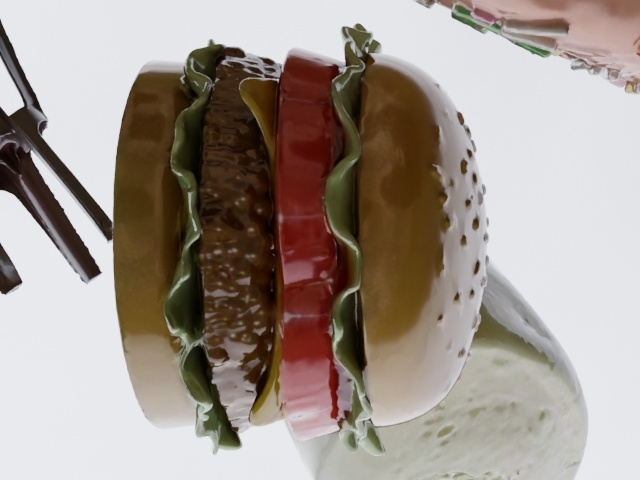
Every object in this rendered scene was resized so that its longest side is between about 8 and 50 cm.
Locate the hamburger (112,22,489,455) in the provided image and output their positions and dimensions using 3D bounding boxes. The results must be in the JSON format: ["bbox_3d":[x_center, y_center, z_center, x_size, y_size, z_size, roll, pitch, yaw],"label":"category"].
[{"bbox_3d":[0.000,0.000,0.966,0.212,0.274,0.274,-2,-133,9],"label":"hamburger"}]

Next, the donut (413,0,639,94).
[{"bbox_3d":[0.121,-0.138,0.794,0.199,0.085,0.233,22,-172,-5],"label":"donut"}]

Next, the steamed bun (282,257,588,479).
[{"bbox_3d":[0.099,0.136,1.651,0.290,0.456,0.371,-29,-130,0],"label":"steamed bun"}]

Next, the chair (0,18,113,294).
[{"bbox_3d":[-0.333,-0.088,1.389,0.175,0.183,0.326,-29,-95,-29],"label":"chair"}]
